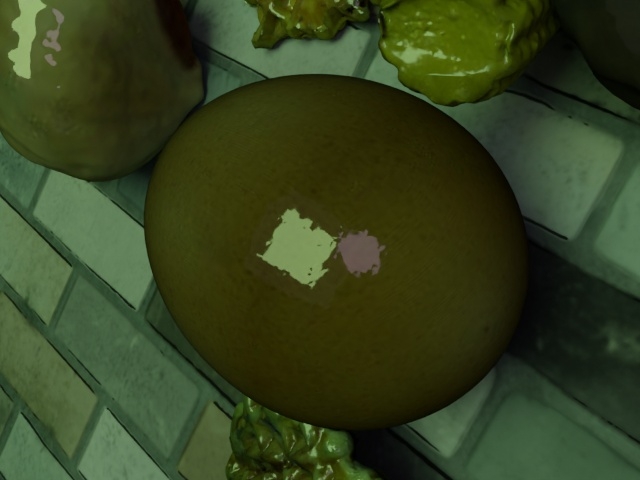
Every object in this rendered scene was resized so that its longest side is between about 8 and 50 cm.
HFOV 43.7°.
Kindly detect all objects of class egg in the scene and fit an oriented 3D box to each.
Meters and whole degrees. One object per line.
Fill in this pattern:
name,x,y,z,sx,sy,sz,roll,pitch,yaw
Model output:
egg,0.000,0.000,0.602,0.322,0.250,0.250,29,101,37

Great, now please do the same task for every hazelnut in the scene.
hazelnut,-0.245,-0.190,0.852,0.261,0.241,0.261,-42,42,53

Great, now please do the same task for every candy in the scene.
candy,0.130,-0.176,0.579,0.106,0.199,0.094,30,136,18

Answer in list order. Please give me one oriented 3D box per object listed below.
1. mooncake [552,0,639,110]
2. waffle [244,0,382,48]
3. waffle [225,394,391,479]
mooncake,0.286,-0.191,0.474,0.290,0.161,0.290,-5,82,37
waffle,0.004,-0.316,0.775,0.254,0.052,0.245,-10,78,35
waffle,-0.013,0.226,0.658,0.223,0.054,0.204,44,133,33
